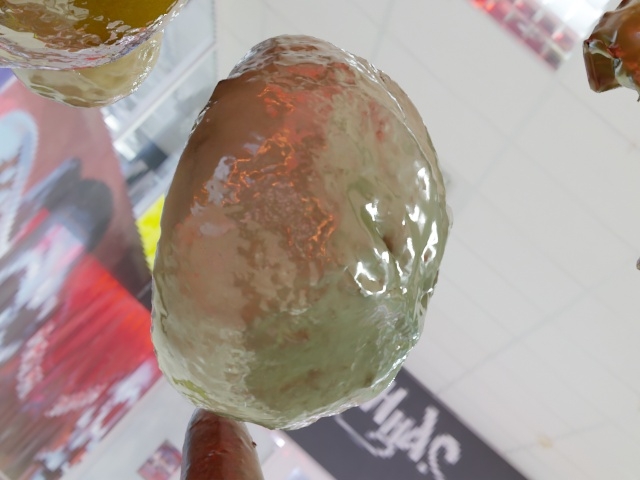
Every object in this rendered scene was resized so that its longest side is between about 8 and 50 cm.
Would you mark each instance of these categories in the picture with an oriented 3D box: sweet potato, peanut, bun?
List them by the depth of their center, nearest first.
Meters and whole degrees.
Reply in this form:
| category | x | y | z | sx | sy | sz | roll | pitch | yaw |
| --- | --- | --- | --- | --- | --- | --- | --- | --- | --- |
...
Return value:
| category | x | y | z | sx | sy | sz | roll | pitch | yaw |
| --- | --- | --- | --- | --- | --- | --- | --- | --- | --- |
| bun | 0.000 | 0.000 | 0.559 | 0.118 | 0.195 | 0.195 | 14 | -21 | 13 |
| sweet potato | -0.053 | 0.257 | 0.902 | 0.108 | 0.079 | 0.346 | 11 | 51 | -50 |
| peanut | -0.208 | -0.179 | 1.031 | 0.141 | 0.109 | 0.159 | 4 | -17 | 5 |

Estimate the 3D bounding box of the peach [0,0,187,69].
| category | x | y | z | sx | sy | sz | roll | pitch | yaw |
| --- | --- | --- | --- | --- | --- | --- | --- | --- | --- |
| peach | -0.165 | -0.158 | 0.497 | 0.251 | 0.153 | 0.251 | 9 | -20 | 3 |

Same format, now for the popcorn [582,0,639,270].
| category | x | y | z | sx | sy | sz | roll | pitch | yaw |
| --- | --- | --- | --- | --- | --- | --- | --- | --- | --- |
| popcorn | 0.335 | -0.021 | 0.763 | 0.326 | 0.290 | 0.321 | -13 | 94 | -71 |
